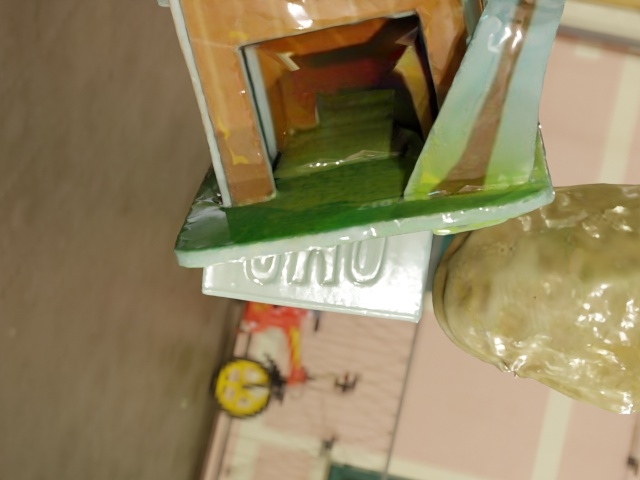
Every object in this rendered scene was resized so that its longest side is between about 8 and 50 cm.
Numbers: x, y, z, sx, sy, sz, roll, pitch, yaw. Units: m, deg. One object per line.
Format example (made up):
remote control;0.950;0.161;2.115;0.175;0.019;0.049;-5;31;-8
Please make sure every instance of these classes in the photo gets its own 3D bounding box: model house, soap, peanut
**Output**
model house;0.060;-0.198;0.804;0.300;0.340;0.323;-79;157;-67
soap;0.000;0.000;1.305;0.066;0.198;0.119;-77;174;-75
peanut;0.287;0.046;1.208;0.169;0.387;0.192;80;10;-64
